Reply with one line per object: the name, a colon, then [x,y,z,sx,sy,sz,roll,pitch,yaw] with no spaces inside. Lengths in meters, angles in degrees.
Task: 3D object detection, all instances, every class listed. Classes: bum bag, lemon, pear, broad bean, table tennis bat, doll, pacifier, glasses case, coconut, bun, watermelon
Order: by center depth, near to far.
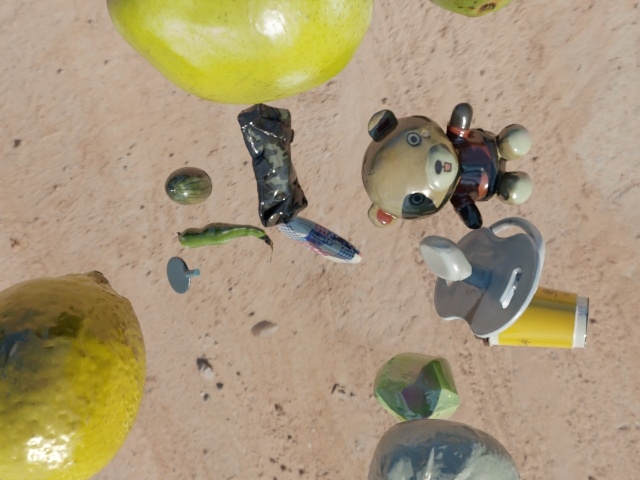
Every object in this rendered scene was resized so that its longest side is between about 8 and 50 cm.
pear: [-0.078,-0.283,0.644,0.294,0.294,0.294,1,104,4]
lemon: [-0.354,0.177,0.754,0.253,0.253,0.310,10,65,1]
pacifier: [0.265,0.041,1.055,0.207,0.279,0.227,22,89,-20]
doll: [0.236,-0.144,1.122,0.330,0.174,0.235,-5,104,-16]
watermelon: [-0.259,-0.106,1.141,0.078,0.110,0.078,2,95,24]
bun: [0.274,0.551,1.288,0.354,0.194,0.354,5,126,7]
table tennis bat: [-0.357,0.088,1.509,0.155,0.019,0.100,-12,91,49]
bum bag: [-0.120,-0.197,1.524,0.144,0.095,0.340,-24,118,-26]
coconut: [0.273,0.409,1.596,0.236,0.204,0.236,24,135,27]
broad bean: [-0.277,-0.008,1.671,0.318,0.056,0.098,8,69,22]
glasses case: [0.000,0.000,1.929,0.327,0.125,0.076,29,70,-33]

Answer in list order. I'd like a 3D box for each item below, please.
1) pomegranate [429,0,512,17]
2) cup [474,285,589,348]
pomegranate: [0.390,-0.749,1.436,0.309,0.216,0.358,-9,93,-2]
cup: [0.539,0.195,1.513,0.279,0.196,0.196,6,105,23]
